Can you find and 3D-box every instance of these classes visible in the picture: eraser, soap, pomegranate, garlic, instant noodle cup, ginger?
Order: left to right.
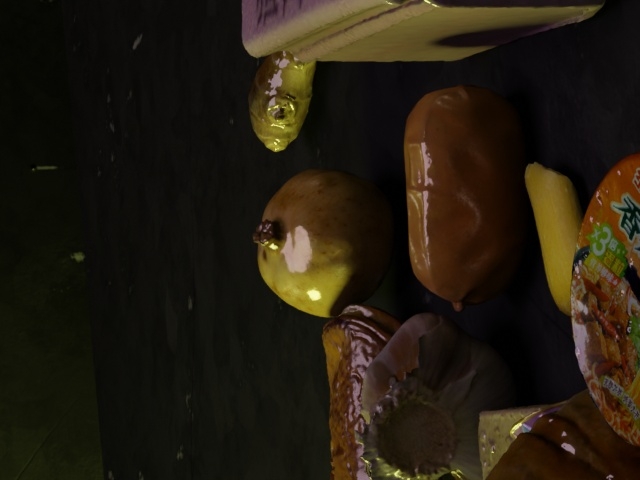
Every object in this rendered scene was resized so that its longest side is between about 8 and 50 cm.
[{"bbox_3d":[-0.028,-0.230,2.583,0.294,0.086,0.131,128,154,-52],"label":"ginger"},{"bbox_3d":[0.000,0.000,2.372,0.196,0.196,0.196,178,90,-69],"label":"pomegranate"},{"bbox_3d":[0.093,0.211,2.096,0.256,0.207,0.207,-43,48,33],"label":"garlic"},{"bbox_3d":[0.104,-0.261,1.974,0.359,0.272,0.122,173,97,-67],"label":"eraser"},{"bbox_3d":[0.245,-0.007,1.953,0.089,0.033,0.168,135,129,-60],"label":"soap"},{"bbox_3d":[0.328,0.045,1.530,0.230,0.182,0.230,179,90,-68],"label":"instant noodle cup"}]

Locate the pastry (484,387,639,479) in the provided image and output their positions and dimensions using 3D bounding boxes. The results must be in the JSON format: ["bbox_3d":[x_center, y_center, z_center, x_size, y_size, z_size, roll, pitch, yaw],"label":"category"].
[{"bbox_3d":[0.270,0.262,1.582,0.136,0.329,0.330,62,-173,-52],"label":"pastry"}]

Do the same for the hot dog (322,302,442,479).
[{"bbox_3d":[0.071,0.214,2.312,0.196,0.122,0.272,145,124,-63],"label":"hot dog"}]

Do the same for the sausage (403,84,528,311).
[{"bbox_3d":[0.154,-0.045,2.061,0.120,0.136,0.241,3,100,62],"label":"sausage"}]

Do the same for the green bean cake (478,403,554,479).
[{"bbox_3d":[0.229,0.219,1.946,0.179,0.085,0.109,164,103,-69],"label":"green bean cake"}]

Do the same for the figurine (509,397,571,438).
[{"bbox_3d":[0.261,0.280,1.761,0.142,0.189,0.263,-38,60,41],"label":"figurine"}]
